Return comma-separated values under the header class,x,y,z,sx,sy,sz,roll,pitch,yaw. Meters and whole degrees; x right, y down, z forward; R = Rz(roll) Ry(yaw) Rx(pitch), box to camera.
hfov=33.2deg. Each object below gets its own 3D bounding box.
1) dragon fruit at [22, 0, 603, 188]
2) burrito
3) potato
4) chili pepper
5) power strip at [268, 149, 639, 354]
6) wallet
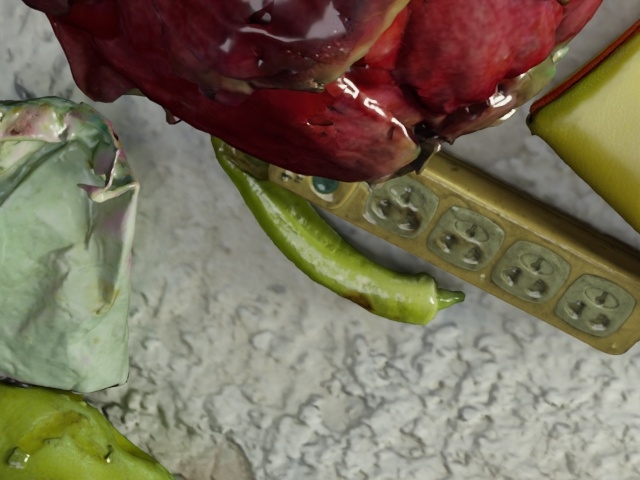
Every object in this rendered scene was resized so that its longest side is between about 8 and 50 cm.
class,x,y,z,sx,sy,sz,roll,pitch,yaw
dragon fruit,0.002,-0.192,0.435,0.329,0.329,0.329,8,123,12
burrito,-0.191,0.004,0.751,0.144,0.089,0.229,11,126,-7
potato,-0.218,0.199,0.834,0.253,0.148,0.186,21,149,11
chili pepper,-0.001,0.001,0.719,0.208,0.043,0.049,34,137,-6
power strip,0.088,-0.013,0.682,0.305,0.044,0.064,27,126,-1
wallet,0.248,-0.030,0.611,0.241,0.067,0.141,42,121,-11
